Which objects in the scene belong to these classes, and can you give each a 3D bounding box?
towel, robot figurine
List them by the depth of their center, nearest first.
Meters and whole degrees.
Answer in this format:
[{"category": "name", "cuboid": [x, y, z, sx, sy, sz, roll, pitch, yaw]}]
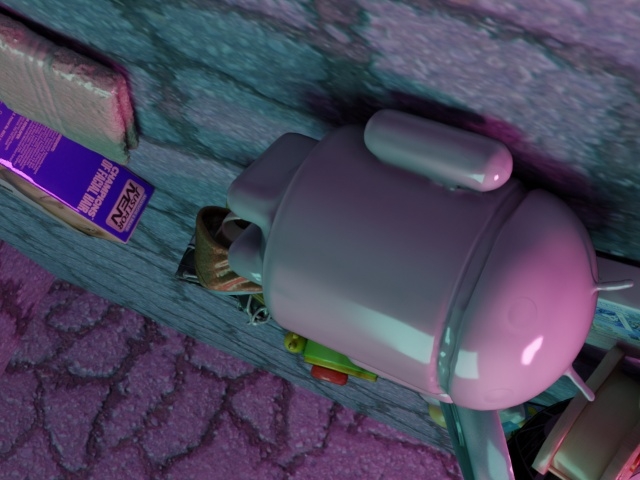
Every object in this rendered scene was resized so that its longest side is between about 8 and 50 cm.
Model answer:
[{"category": "robot figurine", "cuboid": [0.090, 0.021, 0.990, 0.353, 0.200, 0.300, 23, 138, 20]}, {"category": "towel", "cuboid": [-0.309, -0.180, 1.341, 0.187, 0.049, 0.282, 25, 167, -1]}]

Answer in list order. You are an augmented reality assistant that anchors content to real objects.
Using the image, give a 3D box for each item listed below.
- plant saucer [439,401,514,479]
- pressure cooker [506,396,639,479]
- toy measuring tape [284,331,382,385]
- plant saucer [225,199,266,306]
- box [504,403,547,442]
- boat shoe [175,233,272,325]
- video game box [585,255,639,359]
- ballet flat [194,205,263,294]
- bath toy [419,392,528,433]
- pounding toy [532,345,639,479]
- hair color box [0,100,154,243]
[{"category": "plant saucer", "cuboid": [0.174, 0.196, 1.372, 0.043, 0.318, 0.317, -15, 164, -1]}, {"category": "pressure cooker", "cuboid": [0.416, 0.396, 1.407, 0.375, 0.370, 0.420, 13, 178, -8]}, {"category": "toy measuring tape", "cuboid": [0.087, 0.218, 2.018, 0.330, 0.121, 0.121, 14, 165, 14]}, {"category": "plant saucer", "cuboid": [-0.070, 0.044, 1.569, 0.188, 0.045, 0.188, 37, 156, 15]}, {"category": "box", "cuboid": [0.415, 0.442, 1.849, 0.177, 0.279, 0.290, 33, 167, -27]}, {"category": "boat shoe", "cuboid": [-0.100, 0.088, 1.856, 0.306, 0.105, 0.113, 24, 167, 12]}, {"category": "video game box", "cuboid": [0.275, 0.063, 1.135, 0.205, 0.048, 0.187, 17, 168, 36]}, {"category": "ballet flat", "cuboid": [0.000, 0.000, 1.266, 0.342, 0.116, 0.124, 3, 124, 28]}, {"category": "bath toy", "cuboid": [0.221, 0.222, 1.739, 0.151, 0.129, 0.348, -23, 154, 10]}, {"category": "pounding toy", "cuboid": [0.320, 0.214, 1.142, 0.155, 0.154, 0.269, 33, 169, 21]}, {"category": "hair color box", "cuboid": [-0.437, -0.125, 1.686, 0.339, 0.110, 0.185, 34, 164, -38]}]
